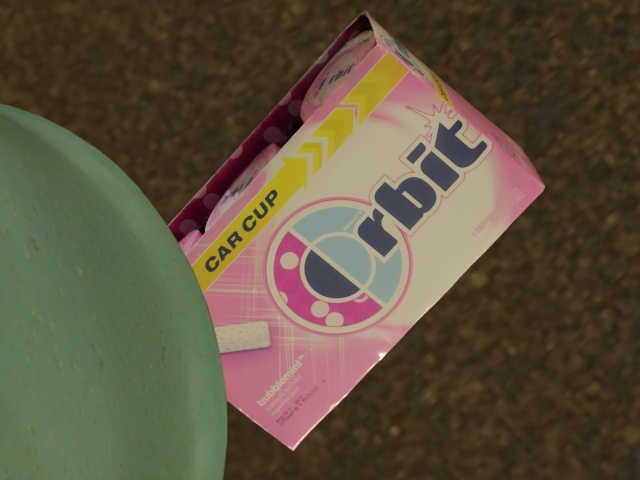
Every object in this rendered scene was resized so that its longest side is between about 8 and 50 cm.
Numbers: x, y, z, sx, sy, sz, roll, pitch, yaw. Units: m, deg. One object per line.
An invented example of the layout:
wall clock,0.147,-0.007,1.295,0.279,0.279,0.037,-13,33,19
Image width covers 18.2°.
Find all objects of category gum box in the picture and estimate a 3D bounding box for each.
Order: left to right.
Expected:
gum box,0.000,0.000,0.947,0.107,0.062,0.188,39,102,-18

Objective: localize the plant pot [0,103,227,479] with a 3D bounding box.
plant pot,-0.160,0.059,0.490,0.272,0.255,0.271,2,94,25
